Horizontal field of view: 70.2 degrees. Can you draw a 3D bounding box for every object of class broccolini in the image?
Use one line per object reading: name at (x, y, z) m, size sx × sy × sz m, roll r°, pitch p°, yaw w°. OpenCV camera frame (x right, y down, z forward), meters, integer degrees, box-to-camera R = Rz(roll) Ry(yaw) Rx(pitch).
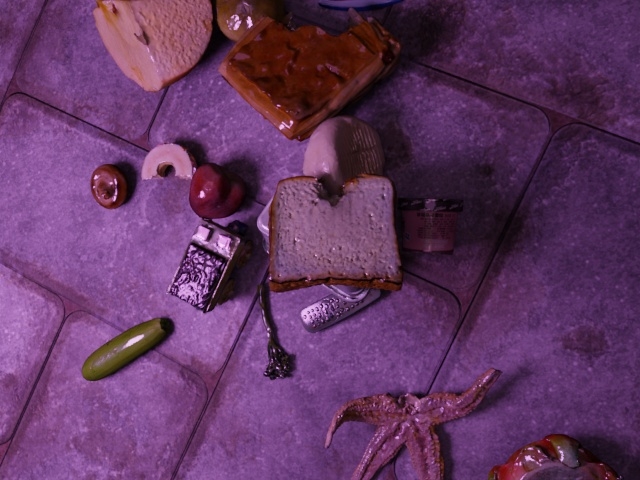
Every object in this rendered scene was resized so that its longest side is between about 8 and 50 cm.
broccolini at (-0.134, 0.239, 1.190) m, size 0.072 × 0.058 × 0.254 m, roll -12°, pitch 87°, yaw -32°

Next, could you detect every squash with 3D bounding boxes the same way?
squash at (-0.544, 0.300, 1.252) m, size 0.293 × 0.082 × 0.082 m, roll -32°, pitch 82°, yaw 8°

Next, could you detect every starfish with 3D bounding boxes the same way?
starfish at (0.207, 0.473, 1.076) m, size 0.399 × 0.132 × 0.382 m, roll 1°, pitch 95°, yaw -2°

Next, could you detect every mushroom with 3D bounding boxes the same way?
mushroom at (-0.592, -0.151, 1.283) m, size 0.109 × 0.085 × 0.126 m, roll 38°, pitch 112°, yaw 39°

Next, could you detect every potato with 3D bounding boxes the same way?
potato at (-0.193, -0.622, 1.193) m, size 0.197 × 0.148 × 0.228 m, roll -1°, pitch 81°, yaw -17°

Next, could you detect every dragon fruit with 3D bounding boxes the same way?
dragon fruit at (0.519, 0.575, 1.005) m, size 0.269 × 0.130 × 0.294 m, roll 21°, pitch 91°, yaw 11°

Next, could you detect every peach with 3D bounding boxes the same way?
peach at (-0.277, -0.121, 1.195) m, size 0.152 × 0.152 × 0.151 m, roll -1°, pitch 87°, yaw 11°

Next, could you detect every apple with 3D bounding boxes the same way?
apple at (-0.449, -0.562, 1.196) m, size 0.309 × 0.252 × 0.313 m, roll 27°, pitch 97°, yaw 47°

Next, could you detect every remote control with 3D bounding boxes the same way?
remote control at (0.050, 0.165, 1.162) m, size 0.222 × 0.042 × 0.072 m, roll -28°, pitch 81°, yaw 10°

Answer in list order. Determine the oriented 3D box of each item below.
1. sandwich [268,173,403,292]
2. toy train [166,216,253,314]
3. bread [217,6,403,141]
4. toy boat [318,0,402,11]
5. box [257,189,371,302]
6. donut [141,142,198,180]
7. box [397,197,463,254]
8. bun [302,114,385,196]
sandwich at (0.027, -0.018, 0.943) m, size 0.274 × 0.095 × 0.248 m, roll -2°, pitch 74°, yaw 6°
toy train at (-0.276, 0.063, 1.162) m, size 0.134 × 0.177 × 0.260 m, roll 26°, pitch 93°, yaw 11°
bread at (-0.021, -0.425, 1.134) m, size 0.370 × 0.191 × 0.314 m, roll -43°, pitch 75°, yaw -6°
toy boat at (0.104, -0.643, 1.190) m, size 0.229 × 0.046 × 0.080 m, roll -2°, pitch 92°, yaw 9°
box at (0.000, 0.000, 1.086) m, size 0.312 × 0.182 × 0.175 m, roll 31°, pitch 81°, yaw 14°
donut at (-0.410, -0.214, 1.258) m, size 0.166 × 0.065 × 0.108 m, roll 1°, pitch 87°, yaw 12°
box at (0.257, -0.034, 1.082) m, size 0.151 × 0.151 × 0.134 m, roll 2°, pitch 97°, yaw 11°
bun at (0.051, -0.182, 1.106) m, size 0.145 × 0.230 × 0.229 m, roll -11°, pitch 84°, yaw 51°
